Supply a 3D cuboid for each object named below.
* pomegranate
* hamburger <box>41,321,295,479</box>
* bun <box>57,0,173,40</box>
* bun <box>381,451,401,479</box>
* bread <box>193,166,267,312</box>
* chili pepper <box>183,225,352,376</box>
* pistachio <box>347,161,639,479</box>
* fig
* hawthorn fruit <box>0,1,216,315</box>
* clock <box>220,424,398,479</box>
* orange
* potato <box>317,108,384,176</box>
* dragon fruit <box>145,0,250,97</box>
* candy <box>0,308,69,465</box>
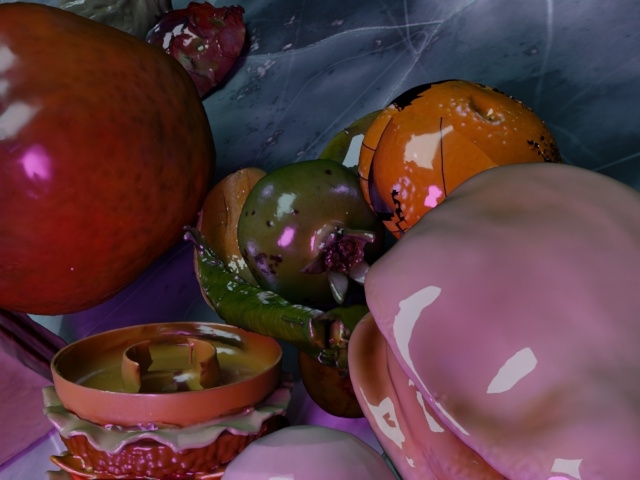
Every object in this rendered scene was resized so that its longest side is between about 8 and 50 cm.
[{"bbox_3d":[0.000,0.000,1.040,0.181,0.181,0.224,-45,28,-5],"label":"pomegranate"},{"bbox_3d":[-0.155,0.218,0.943,0.274,0.212,0.274,0,12,0],"label":"hamburger"},{"bbox_3d":[-0.397,-0.443,1.778,0.204,0.282,0.282,-1,45,-2],"label":"bun"},{"bbox_3d":[0.083,0.249,0.806,0.083,0.141,0.141,-11,41,-6],"label":"bun"},{"bbox_3d":[-0.105,-0.002,1.227,0.140,0.106,0.236,-29,39,18],"label":"bread"},{"bbox_3d":[-0.076,0.065,0.978,0.076,0.085,0.359,-53,33,-9],"label":"chili pepper"},{"bbox_3d":[0.201,0.108,0.710,0.445,0.365,0.281,-105,28,-58],"label":"pistachio"},{"bbox_3d":[0.024,0.120,1.030,0.124,0.124,0.236,-42,15,-1],"label":"fig"},{"bbox_3d":[-0.376,-0.104,1.284,0.471,0.472,0.472,-22,42,22],"label":"hawthorn fruit"},{"bbox_3d":[-0.001,0.338,0.630,0.184,0.326,0.342,-3,41,-24],"label":"clock"},{"bbox_3d":[0.156,-0.075,0.992,0.182,0.234,0.234,113,168,-49],"label":"orange"},{"bbox_3d":[0.047,-0.085,1.189,0.225,0.090,0.117,-46,60,2],"label":"potato"},{"bbox_3d":[-0.227,-0.381,1.669,0.161,0.126,0.274,-8,49,35],"label":"dragon fruit"},{"bbox_3d":[-0.520,0.243,1.279,0.320,0.179,0.135,-34,37,8],"label":"candy"}]
